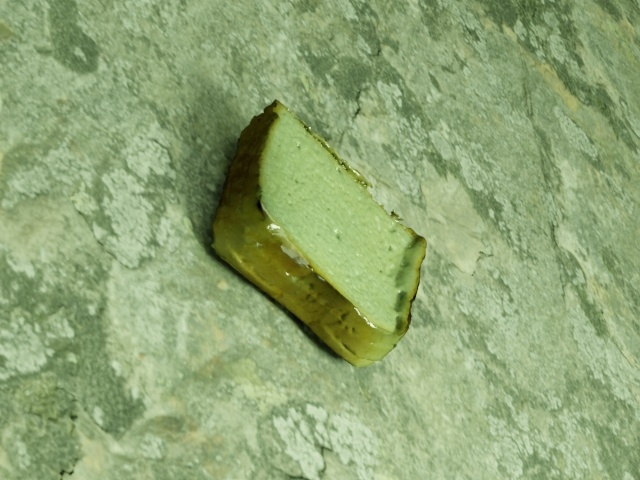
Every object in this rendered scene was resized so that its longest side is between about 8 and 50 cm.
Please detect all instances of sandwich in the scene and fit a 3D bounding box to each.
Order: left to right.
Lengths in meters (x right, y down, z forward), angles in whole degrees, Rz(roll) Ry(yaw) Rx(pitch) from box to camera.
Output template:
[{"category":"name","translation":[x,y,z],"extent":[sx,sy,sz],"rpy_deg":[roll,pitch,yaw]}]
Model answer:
[{"category":"sandwich","translation":[-0.001,0.000,1.809],"extent":[0.251,0.087,0.226],"rpy_deg":[41,32,-23]}]
